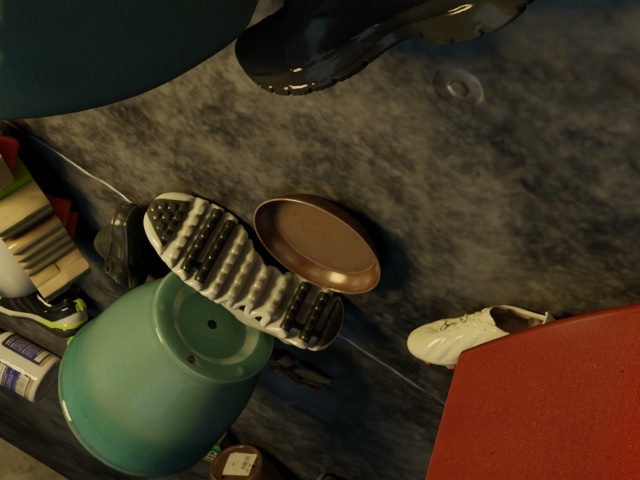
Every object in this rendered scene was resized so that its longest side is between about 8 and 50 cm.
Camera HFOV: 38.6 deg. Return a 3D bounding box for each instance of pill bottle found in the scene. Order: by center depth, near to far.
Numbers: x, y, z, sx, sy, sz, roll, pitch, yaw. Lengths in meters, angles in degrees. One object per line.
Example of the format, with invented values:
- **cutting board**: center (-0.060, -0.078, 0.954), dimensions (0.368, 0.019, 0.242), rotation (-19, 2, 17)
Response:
- **pill bottle**: center (-0.677, 0.266, 2.013), dimensions (0.187, 0.112, 0.112), rotation (28, 150, 6)

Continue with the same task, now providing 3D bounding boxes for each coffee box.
- **coffee box**: center (-0.239, 0.408, 1.900), dimensions (0.113, 0.040, 0.184), rotation (17, 147, 22)

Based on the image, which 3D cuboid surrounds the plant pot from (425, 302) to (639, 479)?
- **plant pot**: center (0.257, 0.237, 0.933), dimensions (0.236, 0.267, 0.267), rotation (-1, 138, 29)

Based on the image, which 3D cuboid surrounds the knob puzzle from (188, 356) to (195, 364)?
- **knob puzzle**: center (-0.234, 0.209, 1.489), dimensions (0.213, 0.213, 0.030), rotation (32, 113, -2)

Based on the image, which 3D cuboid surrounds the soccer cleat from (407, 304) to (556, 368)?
- **soccer cleat**: center (0.185, 0.104, 1.045), dimensions (0.196, 0.068, 0.076), rotation (-2, 132, 34)

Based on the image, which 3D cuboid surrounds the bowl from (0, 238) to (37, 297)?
- **bowl**: center (-0.568, 0.004, 1.501), dimensions (0.298, 0.134, 0.298), rotation (22, 148, 15)

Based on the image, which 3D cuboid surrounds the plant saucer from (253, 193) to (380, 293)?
- **plant saucer**: center (0.000, 0.000, 1.085), dimensions (0.168, 0.029, 0.168), rotation (22, 150, 14)

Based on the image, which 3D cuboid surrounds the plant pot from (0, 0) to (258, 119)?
- **plant pot**: center (-0.151, -0.228, 0.681), dimensions (0.195, 0.290, 0.290), rotation (2, 159, -24)

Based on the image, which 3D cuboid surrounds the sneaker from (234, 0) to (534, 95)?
- **sneaker**: center (0.033, -0.202, 0.697), dimensions (0.286, 0.109, 0.130), rotation (-14, 122, 39)

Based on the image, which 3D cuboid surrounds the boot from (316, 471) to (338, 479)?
- **boot**: center (0.131, 0.531, 1.719), dimensions (0.229, 0.091, 0.263), rotation (-20, 109, 38)

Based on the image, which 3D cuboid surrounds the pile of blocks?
- **pile of blocks**: center (-0.431, -0.056, 1.330), dimensions (0.149, 0.113, 0.362), rotation (44, 161, 36)

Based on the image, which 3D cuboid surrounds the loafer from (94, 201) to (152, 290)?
- **loafer**: center (-0.287, 0.008, 1.308), dimensions (0.078, 0.076, 0.223), rotation (22, 154, 1)

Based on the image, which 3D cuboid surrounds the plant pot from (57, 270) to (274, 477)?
- **plant pot**: center (-0.202, 0.169, 1.310), dimensions (0.272, 0.271, 0.255), rotation (37, 136, -10)

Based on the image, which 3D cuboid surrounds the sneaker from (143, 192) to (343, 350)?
- **sneaker**: center (-0.112, 0.050, 1.196), dimensions (0.292, 0.110, 0.118), rotation (38, 158, -12)

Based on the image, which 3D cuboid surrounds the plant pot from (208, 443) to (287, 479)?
- **plant pot**: center (-0.144, 0.536, 1.876), dimensions (0.215, 0.215, 0.230), rotation (11, 129, 32)

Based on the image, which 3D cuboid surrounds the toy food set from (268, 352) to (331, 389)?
- **toy food set**: center (-0.043, 0.204, 1.443), dimensions (0.122, 0.019, 0.078), rotation (23, 150, -1)

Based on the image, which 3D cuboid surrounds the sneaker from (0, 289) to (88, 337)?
- **sneaker**: center (-0.514, 0.095, 1.670), dimensions (0.235, 0.084, 0.097), rotation (17, 123, 22)

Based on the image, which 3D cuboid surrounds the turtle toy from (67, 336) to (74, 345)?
- **turtle toy**: center (-0.438, 0.207, 1.743), dimensions (0.066, 0.095, 0.130), rotation (-16, 131, 25)
